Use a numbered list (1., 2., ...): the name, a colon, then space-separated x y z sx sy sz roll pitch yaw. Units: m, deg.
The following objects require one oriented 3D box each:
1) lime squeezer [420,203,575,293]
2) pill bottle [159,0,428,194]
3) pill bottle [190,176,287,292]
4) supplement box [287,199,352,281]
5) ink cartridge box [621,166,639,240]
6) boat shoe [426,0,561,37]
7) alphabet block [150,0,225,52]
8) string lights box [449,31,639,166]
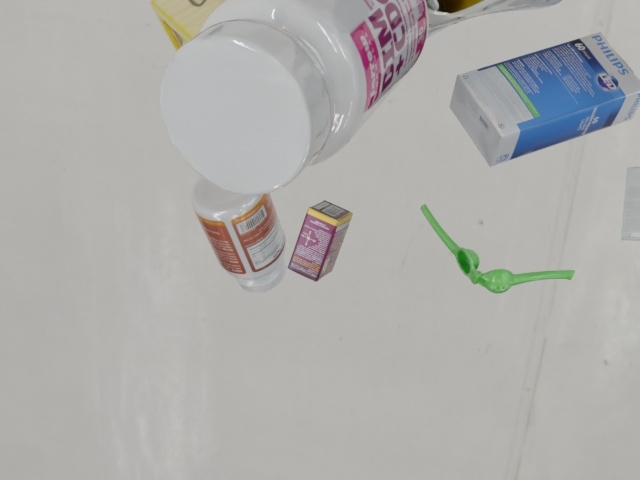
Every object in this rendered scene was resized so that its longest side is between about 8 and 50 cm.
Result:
1. lime squeezer: 0.305 0.032 1.564 0.310 0.059 0.110 25 76 15
2. pill bottle: -0.015 -0.164 0.764 0.160 0.283 0.161 13 125 18
3. pill bottle: -0.124 -0.015 1.383 0.121 0.121 0.216 -7 138 9
4. supplement box: 0.000 0.000 1.023 0.043 0.055 0.083 25 109 14
5. ink cartridge box: 0.499 -0.056 1.298 0.029 0.062 0.115 7 88 -29
6. boat shoe: 0.171 -0.367 1.229 0.367 0.156 0.136 4 98 39
7. alphabet block: -0.064 -0.247 1.065 0.197 0.192 0.193 -34 131 -9
8. string lights box: 0.346 -0.219 1.292 0.259 0.133 0.077 -18 150 -15
